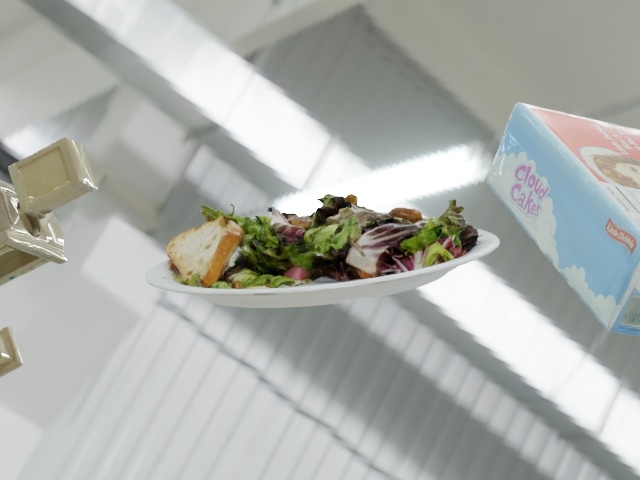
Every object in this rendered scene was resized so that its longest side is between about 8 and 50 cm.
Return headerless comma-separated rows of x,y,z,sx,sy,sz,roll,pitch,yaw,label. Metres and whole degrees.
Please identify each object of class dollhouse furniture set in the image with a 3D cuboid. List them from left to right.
-0.231,0.037,1.402,0.182,0.161,0.101,-26,-20,15,dollhouse furniture set

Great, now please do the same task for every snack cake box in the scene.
0.269,-0.015,1.522,0.152,0.089,0.264,9,26,-24,snack cake box

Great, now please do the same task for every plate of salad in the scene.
0.000,0.000,0.987,0.200,0.200,0.048,2,-79,43,plate of salad
